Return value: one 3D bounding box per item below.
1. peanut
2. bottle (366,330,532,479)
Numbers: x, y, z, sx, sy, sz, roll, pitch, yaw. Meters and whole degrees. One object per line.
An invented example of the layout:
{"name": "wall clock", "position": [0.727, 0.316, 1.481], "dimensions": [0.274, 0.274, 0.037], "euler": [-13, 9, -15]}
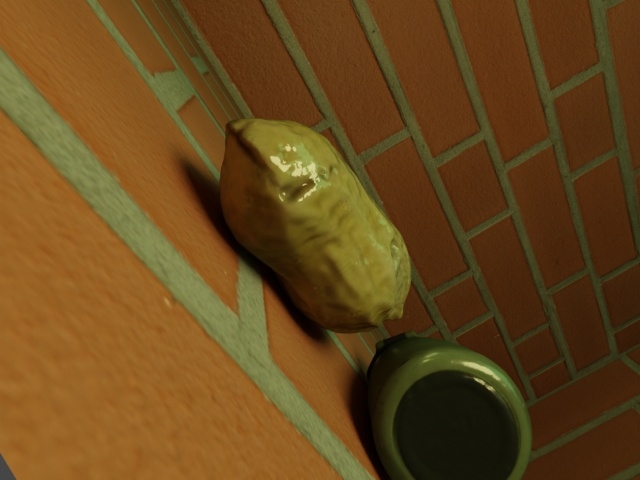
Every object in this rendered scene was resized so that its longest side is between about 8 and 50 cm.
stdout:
{"name": "peanut", "position": [-0.001, -0.004, 0.472], "dimensions": [0.340, 0.159, 0.174], "euler": [52, 37, -32]}
{"name": "bottle", "position": [0.146, 0.217, 0.575], "dimensions": [0.168, 0.169, 0.347], "euler": [60, -1, 9]}
